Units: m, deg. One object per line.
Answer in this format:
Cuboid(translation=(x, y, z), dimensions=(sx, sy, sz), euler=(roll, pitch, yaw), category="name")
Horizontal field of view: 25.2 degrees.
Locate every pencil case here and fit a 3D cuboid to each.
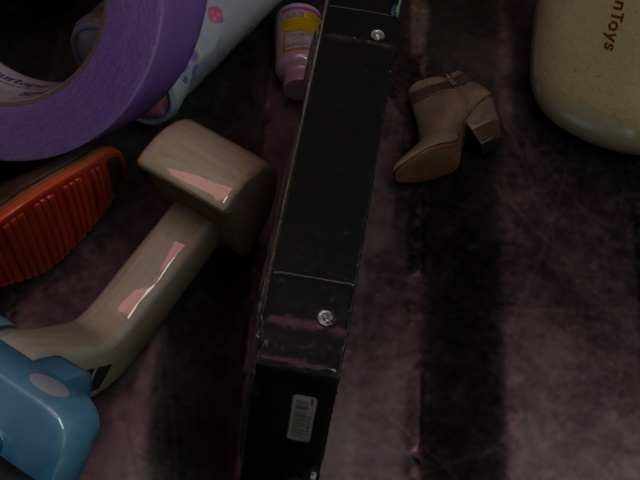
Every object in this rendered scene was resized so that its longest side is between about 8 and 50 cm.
Cuboid(translation=(-0.095, -0.222, 1.241), dimensions=(0.113, 0.124, 0.273), euler=(46, 60, -13), category="pencil case")

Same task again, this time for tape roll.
Cuboid(translation=(-0.229, -0.203, 1.095), dimensions=(0.275, 0.274, 0.090), euler=(26, 23, 11), category="tape roll")

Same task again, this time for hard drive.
Cuboid(translation=(0.000, 0.000, 1.044), dimensions=(0.064, 0.237, 0.339), euler=(11, 58, 1), category="hard drive")

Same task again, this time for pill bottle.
Cuboid(translation=(-0.019, -0.165, 1.260), dimensions=(0.043, 0.043, 0.083), euler=(1, 58, -5), category="pill bottle")

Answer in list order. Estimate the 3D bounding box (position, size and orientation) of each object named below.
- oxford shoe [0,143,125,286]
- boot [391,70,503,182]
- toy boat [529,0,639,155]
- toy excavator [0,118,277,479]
Cuboid(translation=(-0.276, -0.011, 1.110), dimensions=(0.271, 0.097, 0.098), euler=(-34, 61, -23), category="oxford shoe")
Cuboid(translation=(0.098, -0.101, 1.238), dimensions=(0.118, 0.042, 0.087), euler=(-19, 55, -18), category="boot")
Cuboid(translation=(0.234, -0.234, 1.246), dimensions=(0.318, 0.267, 0.148), euler=(29, 23, 30), category="toy boat")
Cuboid(translation=(-0.219, 0.117, 0.976), dimensions=(0.222, 0.445, 0.433), euler=(29, 101, 12), category="toy excavator")
